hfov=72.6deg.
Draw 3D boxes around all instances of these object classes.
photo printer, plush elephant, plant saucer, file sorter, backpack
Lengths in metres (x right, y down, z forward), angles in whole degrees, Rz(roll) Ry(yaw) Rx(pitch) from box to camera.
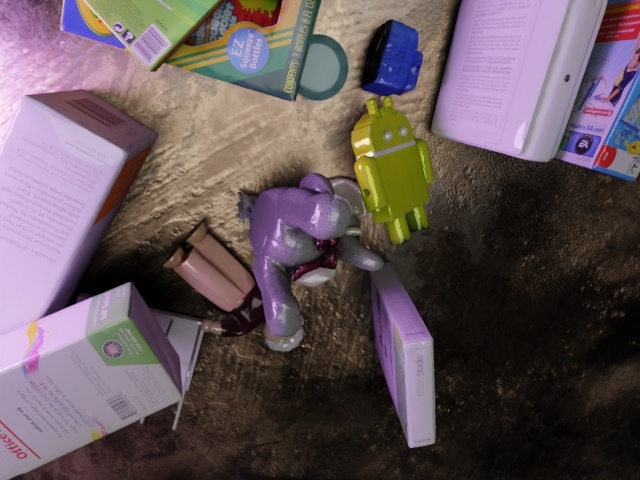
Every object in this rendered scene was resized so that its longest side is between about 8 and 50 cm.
[{"bbox_3d":[0.333,-0.315,0.765,0.107,0.256,0.308,0,111,-27],"label":"photo printer"},{"bbox_3d":[0.000,0.000,0.851,0.255,0.330,0.272,7,113,-34],"label":"plush elephant"},{"bbox_3d":[-0.006,-0.331,0.837,0.119,0.021,0.120,-2,111,-7],"label":"plant saucer"},{"bbox_3d":[-0.412,0.263,0.929,0.277,0.173,0.193,15,107,-12],"label":"file sorter"},{"bbox_3d":[0.137,-0.338,0.815,0.101,0.098,0.120,9,96,-20],"label":"backpack"}]

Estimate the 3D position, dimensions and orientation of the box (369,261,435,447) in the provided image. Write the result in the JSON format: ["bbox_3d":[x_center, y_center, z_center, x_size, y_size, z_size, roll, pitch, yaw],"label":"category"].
[{"bbox_3d":[0.161,0.213,0.900,0.058,0.322,0.233,-7,112,-1],"label":"box"}]

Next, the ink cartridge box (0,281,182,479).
[{"bbox_3d":[-0.440,0.240,0.726,0.353,0.119,0.207,-23,122,-10],"label":"ink cartridge box"}]

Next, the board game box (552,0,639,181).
[{"bbox_3d":[0.470,-0.288,0.759,0.086,0.308,0.302,13,109,-13],"label":"board game box"}]

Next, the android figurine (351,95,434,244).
[{"bbox_3d":[0.142,-0.138,0.837,0.056,0.248,0.273,-7,102,41],"label":"android figurine"}]

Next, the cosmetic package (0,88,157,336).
[{"bbox_3d":[-0.488,-0.027,0.781,0.161,0.230,0.453,30,105,-18],"label":"cosmetic package"}]

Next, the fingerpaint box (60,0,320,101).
[{"bbox_3d":[-0.158,-0.489,0.673,0.370,0.163,0.445,15,108,-8],"label":"fingerpaint box"}]

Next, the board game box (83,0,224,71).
[{"bbox_3d":[-0.194,-0.375,0.609,0.259,0.039,0.124,-38,109,15],"label":"board game box"}]

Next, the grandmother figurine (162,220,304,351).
[{"bbox_3d":[-0.174,0.125,0.944,0.208,0.104,0.342,-46,109,4],"label":"grandmother figurine"}]
